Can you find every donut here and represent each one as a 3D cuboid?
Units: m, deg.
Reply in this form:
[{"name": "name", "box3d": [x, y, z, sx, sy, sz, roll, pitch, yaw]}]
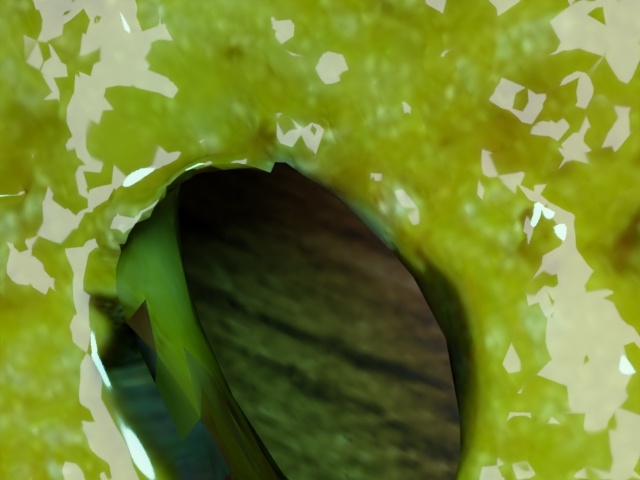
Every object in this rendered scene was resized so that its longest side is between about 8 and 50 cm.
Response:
[{"name": "donut", "box3d": [0.000, 0.000, 0.611, 0.435, 0.163, 0.378, -21, 88, 22]}]
